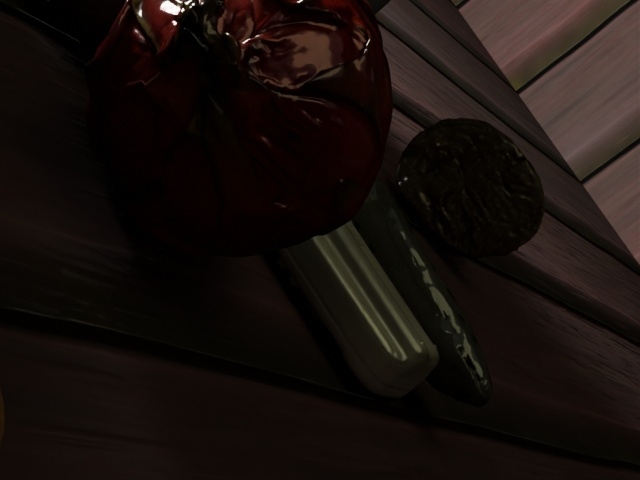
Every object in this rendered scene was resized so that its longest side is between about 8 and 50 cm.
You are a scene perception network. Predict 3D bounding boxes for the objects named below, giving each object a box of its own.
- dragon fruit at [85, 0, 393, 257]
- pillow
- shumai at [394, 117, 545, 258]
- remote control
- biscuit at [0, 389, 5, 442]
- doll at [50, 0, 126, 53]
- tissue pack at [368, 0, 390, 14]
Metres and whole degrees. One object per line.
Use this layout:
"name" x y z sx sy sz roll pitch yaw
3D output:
"dragon fruit" -0.044 -0.073 0.747 0.172 0.172 0.209 52 15 0
"pillow" 0.050 0.026 0.977 0.241 0.051 0.093 58 -22 22
"shumai" 0.141 -0.052 1.314 0.139 0.123 0.105 35 8 -10
"remote control" -0.001 0.001 0.915 0.230 0.049 0.090 56 14 21
"biscuit" -0.168 0.013 0.466 0.184 0.027 0.133 54 15 1
"doll" -0.120 -0.168 0.887 0.145 0.096 0.188 62 8 10
"tissue pack" -0.026 -0.377 1.265 0.229 0.236 0.333 35 0 44
